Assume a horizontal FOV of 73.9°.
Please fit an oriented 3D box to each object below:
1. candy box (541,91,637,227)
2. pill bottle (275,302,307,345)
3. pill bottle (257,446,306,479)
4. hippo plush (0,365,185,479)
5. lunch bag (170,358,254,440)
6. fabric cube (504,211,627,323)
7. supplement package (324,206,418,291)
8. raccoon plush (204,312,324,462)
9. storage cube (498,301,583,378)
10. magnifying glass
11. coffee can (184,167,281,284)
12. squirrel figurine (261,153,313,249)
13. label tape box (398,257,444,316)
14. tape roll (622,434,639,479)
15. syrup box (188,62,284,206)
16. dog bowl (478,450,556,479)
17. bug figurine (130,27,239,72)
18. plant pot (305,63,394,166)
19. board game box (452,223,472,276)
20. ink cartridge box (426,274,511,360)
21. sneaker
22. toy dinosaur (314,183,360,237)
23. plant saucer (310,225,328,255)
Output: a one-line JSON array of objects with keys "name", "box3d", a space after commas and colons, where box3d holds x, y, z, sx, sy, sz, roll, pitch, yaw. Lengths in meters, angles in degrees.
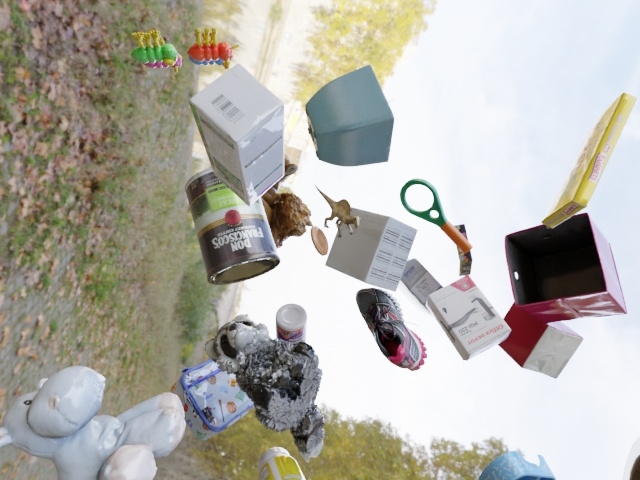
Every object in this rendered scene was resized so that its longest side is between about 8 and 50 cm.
[{"name": "candy box", "box3d": [0.424, -0.123, 0.676, 0.206, 0.027, 0.105, -59, 172, -12]}, {"name": "pill bottle", "box3d": [-0.100, 0.316, 1.468, 0.108, 0.108, 0.194, -87, -179, -47]}, {"name": "pill bottle", "box3d": [-0.100, 0.651, 1.130, 0.208, 0.119, 0.119, -166, -88, -70]}, {"name": "hippo plush", "box3d": [-0.404, 0.326, 0.750, 0.294, 0.237, 0.234, -38, -172, 19]}, {"name": "lunch bag", "box3d": [-0.353, 0.516, 1.464, 0.115, 0.243, 0.303, -43, 164, 28]}, {"name": "fabric cube", "box3d": [0.777, 0.103, 1.359, 0.259, 0.258, 0.254, -20, -123, 39]}, {"name": "supplement package", "box3d": [0.154, 0.024, 1.307, 0.194, 0.149, 0.203, 20, -90, 51]}, {"name": "raccoon plush", "box3d": [-0.169, 0.420, 1.204, 0.299, 0.216, 0.447, 18, -60, 39]}, {"name": "storage cube", "box3d": [0.806, 0.370, 1.595, 0.215, 0.183, 0.193, -65, -162, 13]}, {"name": "magnifying glass", "box3d": [0.292, -0.060, 1.063, 0.092, 0.231, 0.026, -44, 178, 38]}, {"name": "coffee can", "box3d": [-0.244, -0.040, 1.176, 0.276, 0.201, 0.201, 71, -24, 16]}, {"name": "squirrel figurine", "box3d": [-0.217, -0.161, 1.687, 0.370, 0.397, 0.281, -53, -154, -5]}, {"name": "label tape box", "box3d": [0.360, 0.147, 1.735, 0.115, 0.348, 0.249, -42, -178, -5]}, {"name": "tape roll", "box3d": [0.873, 0.626, 1.039, 0.246, 0.169, 0.246, -44, 143, -48]}, {"name": "syrup box", "box3d": [-0.122, -0.153, 0.681, 0.096, 0.093, 0.237, -45, 172, -16]}, {"name": "dog bowl", "box3d": [0.641, 0.770, 1.365, 0.166, 0.297, 0.074, -58, -150, 14]}, {"name": "bug figurine", "box3d": [-0.293, -0.409, 0.934, 0.279, 0.216, 0.072, -128, -146, -66]}, {"name": "plant pot", "box3d": [0.086, -0.401, 1.464, 0.247, 0.252, 0.248, 83, -10, -65]}, {"name": "board game box", "box3d": [0.517, 0.038, 1.554, 0.170, 0.048, 0.141, 54, 30, -63]}, {"name": "ink cartridge box", "box3d": [0.458, 0.241, 1.335, 0.218, 0.158, 0.092, 60, -7, 29]}, {"name": "sneaker", "box3d": [0.189, 0.239, 1.233, 0.121, 0.112, 0.299, -55, -138, 15]}, {"name": "toy dinosaur", "box3d": [0.046, -0.070, 1.100, 0.183, 0.053, 0.093, 43, -53, 35]}, {"name": "plant saucer", "box3d": [0.000, 0.000, 1.121, 0.013, 0.083, 0.084, -22, -140, 23]}]
